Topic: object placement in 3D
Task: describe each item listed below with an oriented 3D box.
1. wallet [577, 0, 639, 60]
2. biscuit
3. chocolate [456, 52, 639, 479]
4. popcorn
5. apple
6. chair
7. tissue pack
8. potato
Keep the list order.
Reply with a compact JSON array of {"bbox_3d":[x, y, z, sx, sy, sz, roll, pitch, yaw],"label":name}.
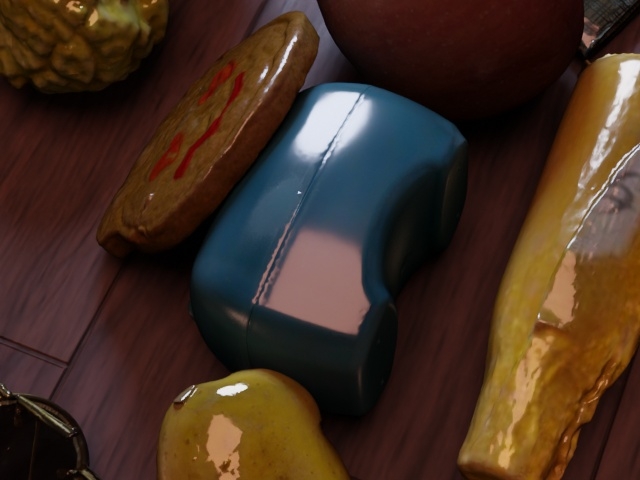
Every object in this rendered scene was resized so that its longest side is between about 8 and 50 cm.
[{"bbox_3d":[0.227,-0.345,1.398,0.317,0.044,0.169,41,70,19],"label":"wallet"},{"bbox_3d":[-0.111,-0.104,1.192,0.049,0.257,0.273,41,67,-21],"label":"biscuit"},{"bbox_3d":[0.253,0.036,1.152,0.162,0.162,0.445,20,68,12],"label":"chocolate"},{"bbox_3d":[-0.256,-0.278,1.304,0.237,0.206,0.251,16,45,29],"label":"popcorn"},{"bbox_3d":[0.115,-0.260,1.235,0.235,0.306,0.305,-31,64,14],"label":"apple"},{"bbox_3d":[-0.282,0.197,1.100,0.160,0.170,0.326,-41,26,-16],"label":"chair"},{"bbox_3d":[0.000,0.000,1.148,0.206,0.198,0.287,19,66,14],"label":"tissue pack"},{"bbox_3d":[-0.039,0.257,1.037,0.173,0.140,0.300,-13,84,-37],"label":"potato"}]
